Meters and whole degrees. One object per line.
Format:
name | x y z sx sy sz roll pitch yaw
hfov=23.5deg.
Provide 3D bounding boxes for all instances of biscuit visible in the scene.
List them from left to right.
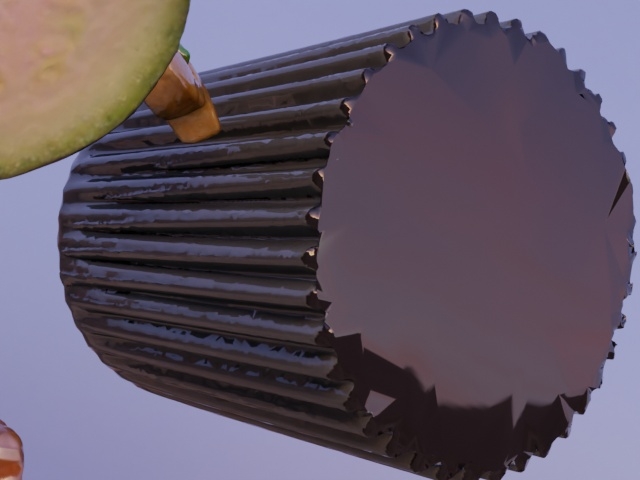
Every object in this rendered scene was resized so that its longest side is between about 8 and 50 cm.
biscuit | -0.134 -0.158 0.909 0.239 0.041 0.212 54 2 -14

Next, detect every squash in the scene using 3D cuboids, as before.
squash | -0.147 -0.124 0.636 0.170 0.170 0.123 41 11 -51

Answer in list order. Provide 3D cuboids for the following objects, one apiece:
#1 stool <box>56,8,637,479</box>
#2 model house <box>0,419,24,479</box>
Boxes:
stool | 0.000 0.000 1.078 0.297 0.297 0.330 31 -18 -37
model house | -0.264 0.169 0.749 0.295 0.252 0.329 8 -49 -32
